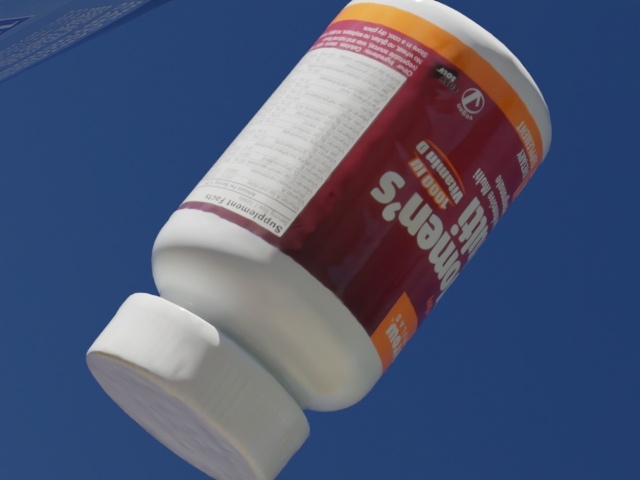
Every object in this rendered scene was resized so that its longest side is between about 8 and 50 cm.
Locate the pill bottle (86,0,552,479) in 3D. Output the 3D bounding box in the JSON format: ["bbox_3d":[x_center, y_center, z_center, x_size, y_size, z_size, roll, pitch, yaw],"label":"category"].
[{"bbox_3d":[0.000,0.000,0.887,0.121,0.221,0.121,33,-20,14],"label":"pill bottle"}]

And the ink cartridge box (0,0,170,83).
[{"bbox_3d":[-0.210,-0.105,0.722,0.270,0.395,0.151,-23,-85,14],"label":"ink cartridge box"}]
